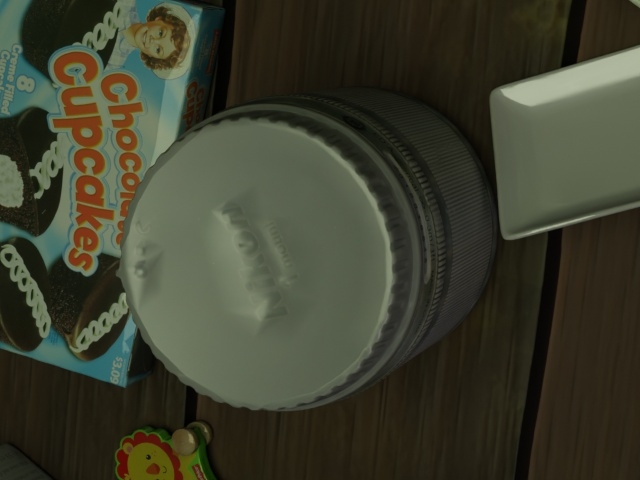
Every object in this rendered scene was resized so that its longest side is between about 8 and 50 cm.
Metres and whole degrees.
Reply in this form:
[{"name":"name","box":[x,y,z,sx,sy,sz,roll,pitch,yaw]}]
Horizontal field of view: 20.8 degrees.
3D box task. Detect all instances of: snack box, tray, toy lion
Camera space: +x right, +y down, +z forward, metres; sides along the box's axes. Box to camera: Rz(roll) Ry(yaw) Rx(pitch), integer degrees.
[{"name":"snack box","box":[-0.203,-0.058,1.451,0.187,0.060,0.322,16,102,16]},{"name":"tray","box":[0.258,-0.085,1.278,0.270,0.030,0.145,-15,52,20]},{"name":"toy lion","box":[-0.126,0.201,1.477,0.096,0.034,0.100,-27,88,27]}]

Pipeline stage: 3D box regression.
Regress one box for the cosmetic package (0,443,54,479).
[{"name":"cosmetic package","box":[-0.224,0.283,1.474,0.231,0.117,0.085,36,108,10]}]

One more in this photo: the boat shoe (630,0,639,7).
[{"name":"boat shoe","box":[0.215,-0.233,1.273,0.228,0.081,0.069,41,112,13]}]

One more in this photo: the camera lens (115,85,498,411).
[{"name":"camera lens","box":[0.000,0.000,1.275,0.219,0.274,0.219,2,98,18]}]
